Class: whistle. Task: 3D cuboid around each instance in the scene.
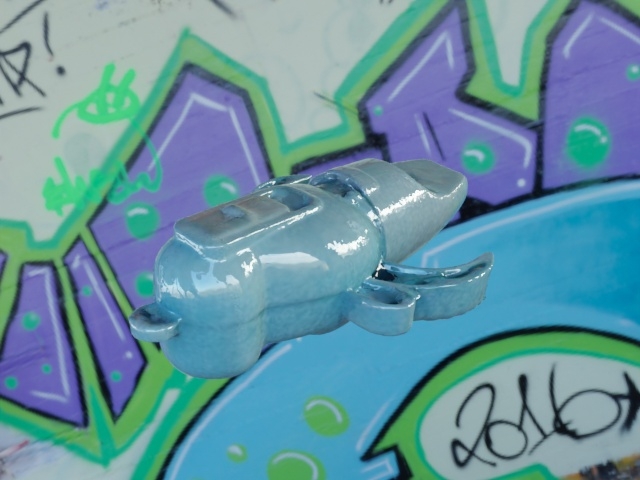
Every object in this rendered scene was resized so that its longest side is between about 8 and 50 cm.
[{"bbox_3d":[0.000,0.000,0.420,0.186,0.093,0.273,27,37,36],"label":"whistle"}]
